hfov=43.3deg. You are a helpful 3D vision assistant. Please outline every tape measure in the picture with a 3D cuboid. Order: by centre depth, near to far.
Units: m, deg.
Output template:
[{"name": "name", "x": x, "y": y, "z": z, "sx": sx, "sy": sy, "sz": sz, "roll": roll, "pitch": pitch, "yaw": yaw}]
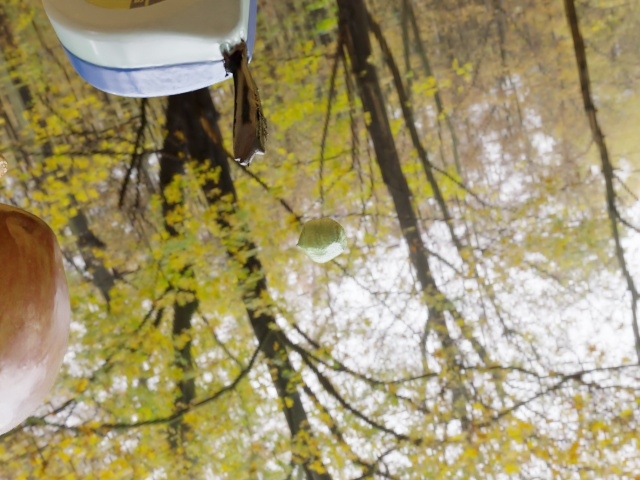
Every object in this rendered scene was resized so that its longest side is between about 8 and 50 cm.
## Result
[{"name": "tape measure", "x": -0.148, "y": -0.180, "z": 0.741, "sx": 0.215, "sy": 0.098, "sz": 0.351, "roll": -5, "pitch": -126, "yaw": 5}]

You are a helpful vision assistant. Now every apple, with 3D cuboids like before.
[{"name": "apple", "x": -0.317, "y": 0.067, "z": 0.682, "sx": 0.211, "sy": 0.211, "sz": 0.187, "roll": -13, "pitch": -129, "yaw": 11}]

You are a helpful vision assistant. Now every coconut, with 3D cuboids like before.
[{"name": "coconut", "x": 0.000, "y": 0.000, "z": 1.513, "sx": 0.096, "sy": 0.087, "sz": 0.088, "roll": -14, "pitch": -159, "yaw": 14}]

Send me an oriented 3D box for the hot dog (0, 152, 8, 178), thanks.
[{"name": "hot dog", "x": -0.479, "y": -0.125, "z": 0.999, "sx": 0.076, "sy": 0.104, "sz": 0.250, "roll": -56, "pitch": 172, "yaw": -6}]
